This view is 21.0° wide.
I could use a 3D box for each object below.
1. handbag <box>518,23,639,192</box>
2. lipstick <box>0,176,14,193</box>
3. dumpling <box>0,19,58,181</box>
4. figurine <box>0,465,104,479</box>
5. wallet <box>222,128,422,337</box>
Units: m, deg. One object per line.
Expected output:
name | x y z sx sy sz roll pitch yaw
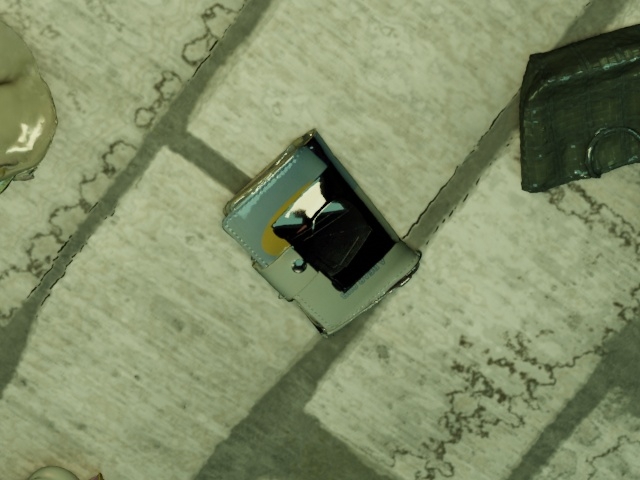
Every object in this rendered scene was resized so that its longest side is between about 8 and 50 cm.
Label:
handbag | 0.357 -0.161 2.068 0.270 0.089 0.175 -16 118 -2
lipstick | -0.418 -0.033 2.013 0.051 0.051 0.312 38 98 -19
dumpling | -0.435 -0.139 1.900 0.293 0.163 0.204 -3 110 16
figurine | -0.389 0.357 2.109 0.263 0.142 0.189 -10 134 -4
wallet | 0.000 0.000 2.076 0.170 0.069 0.231 -40 111 2
